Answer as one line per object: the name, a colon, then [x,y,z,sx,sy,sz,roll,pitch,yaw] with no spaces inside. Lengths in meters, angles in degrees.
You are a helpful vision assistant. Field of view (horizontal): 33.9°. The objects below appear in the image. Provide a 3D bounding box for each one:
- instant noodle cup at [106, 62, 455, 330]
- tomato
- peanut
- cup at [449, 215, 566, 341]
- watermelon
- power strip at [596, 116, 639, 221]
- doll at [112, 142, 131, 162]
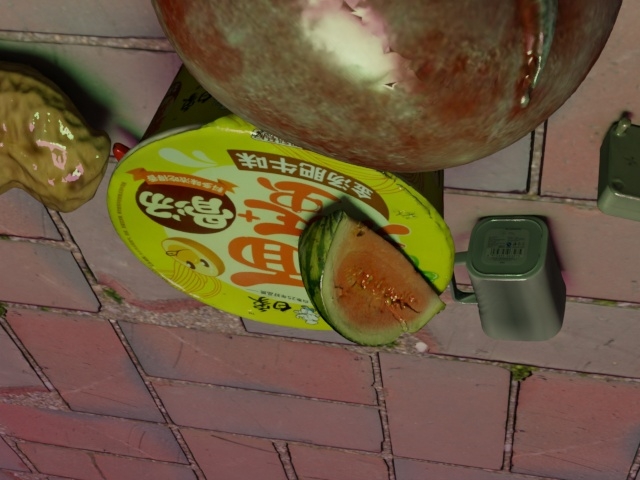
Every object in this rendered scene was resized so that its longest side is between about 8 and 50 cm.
instant noodle cup: [-0.016,-0.088,0.940,0.312,0.221,0.311,8,148,5]
tomato: [0.044,-0.198,0.660,0.317,0.316,0.283,33,158,-29]
peanut: [-0.333,-0.113,1.119,0.233,0.110,0.196,11,143,2]
cup: [0.206,0.043,1.190,0.128,0.095,0.129,1,143,22]
watermelon: [0.027,0.047,0.863,0.087,0.068,0.163,-13,142,36]
power strip: [0.367,-0.027,0.971,0.216,0.145,0.061,11,149,1]
doll: [-0.166,-0.056,1.196,0.109,0.057,0.169,6,147,8]
